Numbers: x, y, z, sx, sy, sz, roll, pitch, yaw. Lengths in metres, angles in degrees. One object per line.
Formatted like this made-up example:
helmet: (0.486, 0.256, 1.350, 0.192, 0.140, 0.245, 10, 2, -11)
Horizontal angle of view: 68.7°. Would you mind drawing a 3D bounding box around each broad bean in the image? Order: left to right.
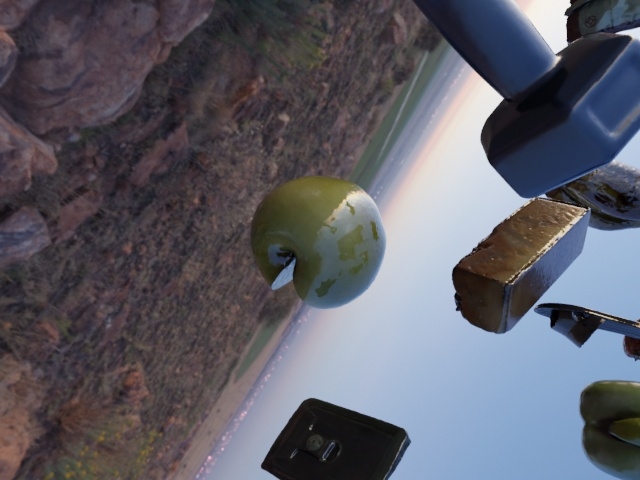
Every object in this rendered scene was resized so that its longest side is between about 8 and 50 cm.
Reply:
broad bean: (0.389, 0.206, 0.509, 0.169, 0.227, 0.100, -13, -110, 52)

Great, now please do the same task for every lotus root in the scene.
lotus root: (0.736, -0.116, 1.215, 0.193, 0.290, 0.193, -161, -90, -89)

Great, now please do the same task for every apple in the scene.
apple: (0.000, 0.000, 1.006, 0.254, 0.292, 0.292, -35, 162, -40)

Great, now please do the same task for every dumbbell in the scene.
dumbbell: (0.130, -0.192, 0.397, 0.144, 0.325, 0.160, -43, -169, 28)

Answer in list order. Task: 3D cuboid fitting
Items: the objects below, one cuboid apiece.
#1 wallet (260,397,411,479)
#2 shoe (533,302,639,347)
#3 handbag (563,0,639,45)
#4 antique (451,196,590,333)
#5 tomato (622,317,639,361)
wallet: (0.020, 0.357, 0.799, 0.245, 0.052, 0.168, -2, -148, 47)
shoe: (0.397, 0.133, 0.688, 0.062, 0.159, 0.053, 52, 52, -62)
handbag: (0.532, -0.448, 0.780, 0.127, 0.234, 0.213, 19, 70, -61)
antique: (0.305, 0.025, 0.708, 0.309, 0.093, 0.088, -28, 125, -39)
tomato: (0.689, 0.178, 0.901, 0.189, 0.173, 0.100, 77, 4, -81)
